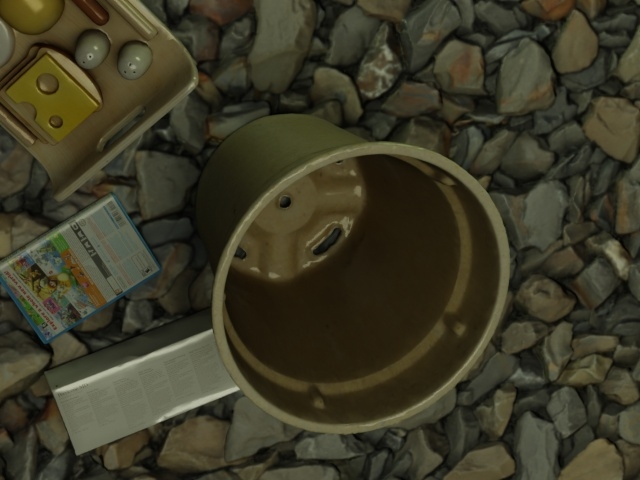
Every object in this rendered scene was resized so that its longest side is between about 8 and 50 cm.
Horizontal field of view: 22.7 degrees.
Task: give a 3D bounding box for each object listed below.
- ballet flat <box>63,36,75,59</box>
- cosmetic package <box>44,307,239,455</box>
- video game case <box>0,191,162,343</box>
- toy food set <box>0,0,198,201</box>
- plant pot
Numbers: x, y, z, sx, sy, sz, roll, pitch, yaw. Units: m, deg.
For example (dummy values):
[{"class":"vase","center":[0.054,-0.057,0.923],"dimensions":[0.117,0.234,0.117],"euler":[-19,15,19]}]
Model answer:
[{"class":"ballet flat","center":[-0.287,-0.247,1.747],"dimensions":[0.074,0.074,0.203],"euler":[-11,121,-15]},{"class":"cosmetic package","center":[-0.205,0.166,1.943],"dimensions":[0.239,0.060,0.099],"euler":[-21,119,-11]},{"class":"video game case","center":[-0.286,0.033,1.886],"dimensions":[0.166,0.015,0.119],"euler":[-32,119,-5]},{"class":"toy food set","center":[-0.310,-0.207,1.677],"dimensions":[0.220,0.092,0.306],"euler":[-39,109,20]},{"class":"plant pot","center":[0.000,0.000,1.810],"dimensions":[0.334,0.305,0.334],"euler":[-7,114,-17]}]
